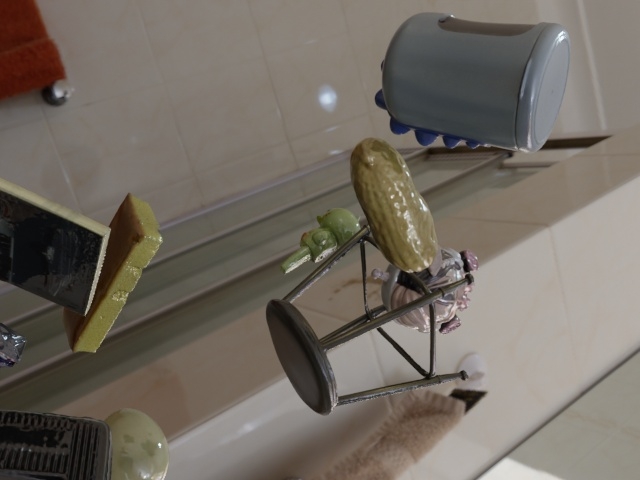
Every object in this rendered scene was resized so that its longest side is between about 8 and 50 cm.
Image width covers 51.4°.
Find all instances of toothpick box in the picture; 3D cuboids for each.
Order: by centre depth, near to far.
[{"bbox_3d":[0.272,-0.304,1.294,0.354,0.263,0.263,18,-51,28],"label":"toothpick box"}]

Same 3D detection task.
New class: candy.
[{"bbox_3d":[-0.658,0.195,1.154,0.312,0.061,0.088,-11,-39,24],"label":"candy"}]

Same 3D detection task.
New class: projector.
[{"bbox_3d":[-0.572,0.476,1.095,0.242,0.395,0.405,-107,-146,-56],"label":"projector"}]

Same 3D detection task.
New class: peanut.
[{"bbox_3d":[0.153,-0.074,1.412,0.147,0.147,0.319,8,-49,57],"label":"peanut"}]

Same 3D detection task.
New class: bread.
[{"bbox_3d":[-0.464,0.078,1.472,0.361,0.077,0.138,-54,-136,22],"label":"bread"}]

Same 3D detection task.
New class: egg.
[{"bbox_3d":[-0.496,0.554,1.742,0.242,0.186,0.186,55,-30,30],"label":"egg"}]

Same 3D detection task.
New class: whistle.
[{"bbox_3d":[-0.004,-0.009,1.967,0.141,0.294,0.141,54,-24,37],"label":"whistle"}]

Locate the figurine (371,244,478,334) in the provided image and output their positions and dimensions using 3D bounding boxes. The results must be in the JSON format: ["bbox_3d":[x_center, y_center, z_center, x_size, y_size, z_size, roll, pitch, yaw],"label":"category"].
[{"bbox_3d":[0.297,0.140,1.831,0.211,0.361,0.253,3,-92,26],"label":"figurine"}]

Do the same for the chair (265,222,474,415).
[{"bbox_3d":[0.104,0.213,1.678,0.362,0.410,0.365,44,-29,45],"label":"chair"}]

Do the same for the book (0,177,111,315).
[{"bbox_3d":[-0.531,-0.021,1.065,0.374,0.028,0.262,25,-40,-8],"label":"book"}]
